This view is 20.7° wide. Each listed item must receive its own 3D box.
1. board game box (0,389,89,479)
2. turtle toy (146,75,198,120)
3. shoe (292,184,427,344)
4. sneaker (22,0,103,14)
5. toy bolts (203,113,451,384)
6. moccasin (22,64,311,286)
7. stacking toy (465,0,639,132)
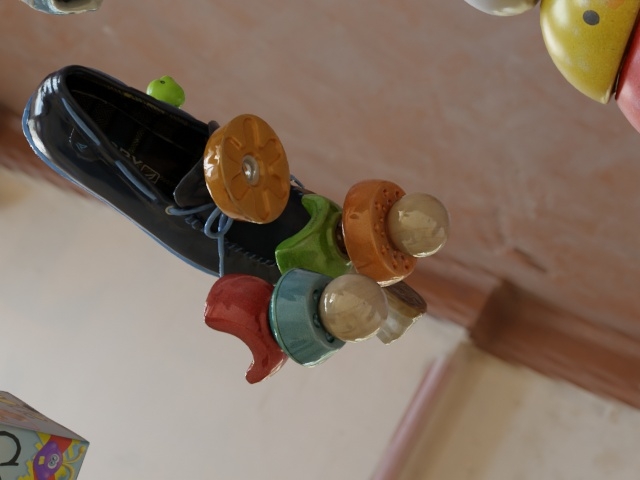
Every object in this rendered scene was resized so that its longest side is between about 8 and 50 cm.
[{"bbox_3d":[-0.352,0.183,1.408,0.275,0.142,0.144,19,-179,-42],"label":"board game box"},{"bbox_3d":[-0.168,-0.118,1.942,0.095,0.130,0.066,3,154,-46],"label":"turtle toy"},{"bbox_3d":[0.022,0.025,1.898,0.219,0.058,0.076,45,-151,22],"label":"shoe"},{"bbox_3d":[-0.217,-0.245,1.318,0.086,0.085,0.237,13,164,13],"label":"sneaker"},{"bbox_3d":[0.000,0.000,1.558,0.158,0.228,0.218,-11,130,35],"label":"toy bolts"},{"bbox_3d":[-0.129,-0.055,1.705,0.342,0.138,0.117,24,151,-11],"label":"moccasin"},{"bbox_3d":[0.349,-0.225,1.815,0.480,0.350,0.350,18,159,10],"label":"stacking toy"}]
